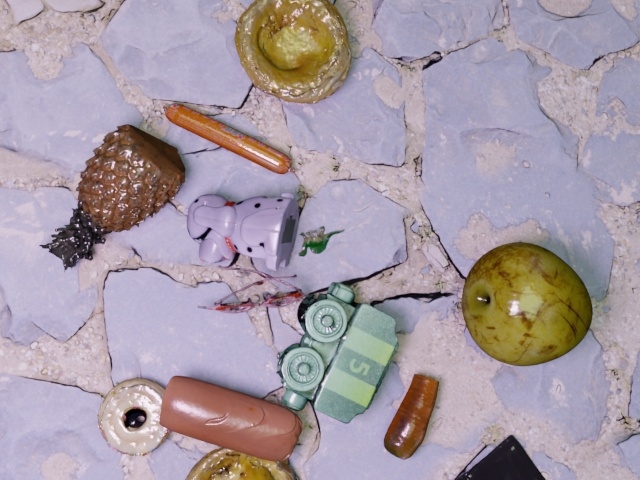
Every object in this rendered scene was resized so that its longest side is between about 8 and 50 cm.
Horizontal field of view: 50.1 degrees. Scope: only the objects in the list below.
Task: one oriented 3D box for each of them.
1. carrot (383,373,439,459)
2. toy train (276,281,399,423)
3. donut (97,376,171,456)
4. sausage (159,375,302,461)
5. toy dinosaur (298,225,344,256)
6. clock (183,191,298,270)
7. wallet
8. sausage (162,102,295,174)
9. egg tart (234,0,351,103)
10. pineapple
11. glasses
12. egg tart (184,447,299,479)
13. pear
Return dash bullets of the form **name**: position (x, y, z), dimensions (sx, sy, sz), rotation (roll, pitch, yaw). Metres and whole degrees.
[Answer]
- **carrot**: position (0.212, 0.400, 1.557), dimensions (0.087, 0.087, 0.193), rotation (27, 83, 0)
- **toy train**: position (0.034, 0.254, 1.526), dimensions (0.238, 0.167, 0.299), rotation (26, 84, -6)
- **donut**: position (-0.407, 0.392, 1.528), dimensions (0.174, 0.068, 0.175), rotation (0, 84, -1)
- **sausage**: position (-0.191, 0.385, 1.471), dimensions (0.304, 0.121, 0.121), rotation (19, 83, -5)
- **toy dinosaur**: position (-0.001, 0.000, 1.622), dimensions (0.119, 0.029, 0.060), rotation (-15, 100, -11)
- **clock**: position (-0.190, -0.031, 1.546), dimensions (0.254, 0.189, 0.189), rotation (6, 83, 8)
- **wallet**: position (0.391, 0.640, 1.562), dimensions (0.323, 0.041, 0.247), rotation (-35, 87, -10)
- **sausage**: position (-0.215, -0.241, 1.617), dimensions (0.347, 0.053, 0.053), rotation (26, 83, 0)
- **egg tart**: position (-0.061, -0.450, 1.618), dimensions (0.288, 0.118, 0.288), rotation (1, 82, -5)
- **pineapple**: position (-0.475, -0.086, 1.533), dimensions (0.202, 0.202, 0.362), rotation (45, 98, 2)
- **glasses**: position (-0.150, 0.114, 1.533), dimensions (0.255, 0.162, 0.095), rotation (-5, 72, -7)
- **egg tart**: position (-0.173, 0.587, 1.500), dimensions (0.290, 0.107, 0.291), rotation (0, 84, -3)
- **pear**: position (0.454, 0.141, 1.519), dimensions (0.283, 0.283, 0.284), rotation (0, 84, -4)
